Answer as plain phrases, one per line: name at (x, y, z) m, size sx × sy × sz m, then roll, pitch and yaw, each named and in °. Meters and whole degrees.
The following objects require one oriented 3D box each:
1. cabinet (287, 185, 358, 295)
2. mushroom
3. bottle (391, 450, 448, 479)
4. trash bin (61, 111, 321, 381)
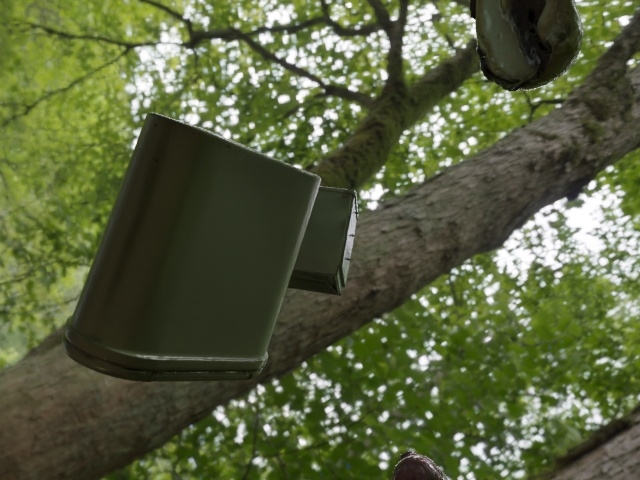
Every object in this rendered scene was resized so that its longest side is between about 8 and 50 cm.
cabinet at (0.000, 0.000, 1.469) m, size 0.145 × 0.150 × 0.206 m, roll 78°, pitch 21°, yaw -67°
mushroom at (0.352, -0.414, 1.036) m, size 0.247 × 0.130 × 0.344 m, roll -12°, pitch -95°, yaw 64°
bottle at (0.190, 0.475, 1.200) m, size 0.110 × 0.110 × 0.233 m, roll 37°, pitch -20°, yaw 38°
trash bin at (-0.121, 0.016, 0.684) m, size 0.121 × 0.243 × 0.247 m, roll 23°, pitch -86°, yaw 38°
